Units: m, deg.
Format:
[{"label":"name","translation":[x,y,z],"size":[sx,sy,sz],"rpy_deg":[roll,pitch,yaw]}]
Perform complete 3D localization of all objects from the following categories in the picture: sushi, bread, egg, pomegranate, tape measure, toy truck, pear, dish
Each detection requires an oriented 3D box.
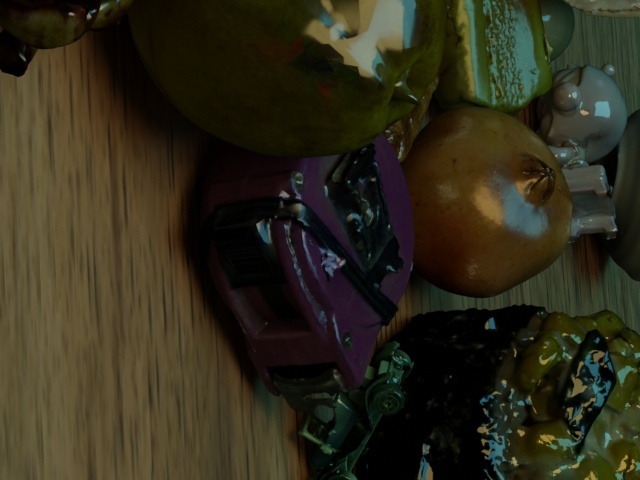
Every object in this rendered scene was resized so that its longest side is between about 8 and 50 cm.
[{"label":"sushi","translation":[0.231,0.215,1.582],"size":[0.328,0.285,0.328],"rpy_deg":[24,64,-51]},{"label":"bread","translation":[0.074,-0.167,1.615],"size":[0.105,0.076,0.233],"rpy_deg":[59,37,-39]},{"label":"egg","translation":[0.260,-0.276,1.878],"size":[0.152,0.114,0.114],"rpy_deg":[13,72,-68]},{"label":"pomegranate","translation":[0.166,-0.040,1.626],"size":[0.209,0.209,0.209],"rpy_deg":[17,69,-54]},{"label":"tape measure","translation":[0.000,0.000,1.401],"size":[0.245,0.149,0.231],"rpy_deg":[62,39,-28]},{"label":"toy truck","translation":[0.029,0.167,1.440],"size":[0.078,0.154,0.080],"rpy_deg":[25,28,-3]},{"label":"bread","translation":[0.169,-0.328,1.750],"size":[0.166,0.112,0.384],"rpy_deg":[-13,94,-34]},{"label":"pear","translation":[-0.037,-0.215,1.281],"size":[0.321,0.269,0.269],"rpy_deg":[45,29,18]},{"label":"dish","translation":[0.422,-0.079,2.053],"size":[0.260,0.085,0.260],"rpy_deg":[-169,-90,-87]}]

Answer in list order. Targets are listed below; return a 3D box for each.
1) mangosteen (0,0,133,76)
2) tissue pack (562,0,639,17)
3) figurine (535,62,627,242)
[{"label":"mangosteen","translation":[-0.201,-0.249,1.124],"size":[0.215,0.215,0.257],"rpy_deg":[9,95,-55]},{"label":"tissue pack","translation":[0.356,-0.449,1.808],"size":[0.380,0.207,0.297],"rpy_deg":[-93,-175,-67]},{"label":"figurine","translation":[0.337,-0.134,1.945],"size":[0.182,0.144,0.257],"rpy_deg":[37,51,-43]}]
